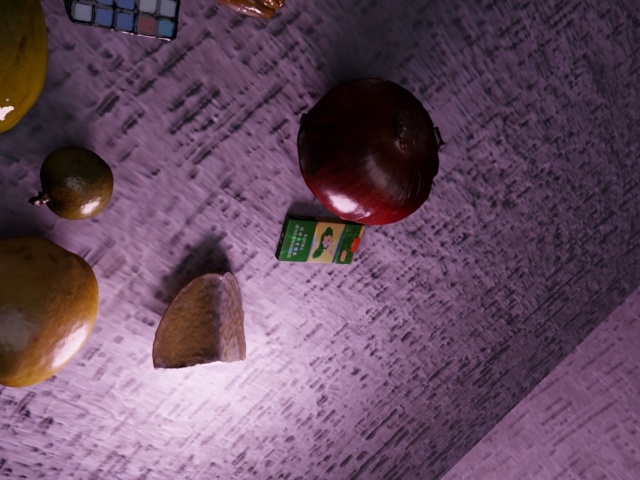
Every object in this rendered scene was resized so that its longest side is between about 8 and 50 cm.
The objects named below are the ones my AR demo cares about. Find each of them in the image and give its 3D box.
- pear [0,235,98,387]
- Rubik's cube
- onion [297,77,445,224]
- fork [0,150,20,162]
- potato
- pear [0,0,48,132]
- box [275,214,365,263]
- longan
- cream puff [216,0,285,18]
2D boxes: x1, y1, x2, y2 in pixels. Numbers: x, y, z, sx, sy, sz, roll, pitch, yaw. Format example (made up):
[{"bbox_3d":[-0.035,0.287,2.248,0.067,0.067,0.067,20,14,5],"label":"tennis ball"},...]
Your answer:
[{"bbox_3d":[-0.631,0.142,1.189,0.314,0.314,0.314,-12,123,-19],"label":"pear"},{"bbox_3d":[-0.357,-0.482,1.017,0.184,0.187,0.182,1,117,-29],"label":"Rubik's cube"},{"bbox_3d":[0.095,-0.208,1.314,0.341,0.341,0.341,-12,123,-19],"label":"onion"},{"bbox_3d":[-0.716,-0.209,1.113,0.235,0.021,0.039,26,109,-36],"label":"fork"},{"bbox_3d":[-0.316,0.210,1.508,0.189,0.211,0.264,0,87,14],"label":"potato"},{"bbox_3d":[-0.593,-0.338,0.958,0.253,0.253,0.307,11,106,-30],"label":"pear"},{"bbox_3d":[0.000,0.000,1.563,0.235,0.034,0.132,4,116,-28],"label":"box"},{"bbox_3d":[-0.519,-0.115,1.177,0.176,0.145,0.154,-31,115,-38],"label":"longan"},{"bbox_3d":[-0.142,-0.512,1.121,0.165,0.150,0.115,20,100,7],"label":"cream puff"}]
